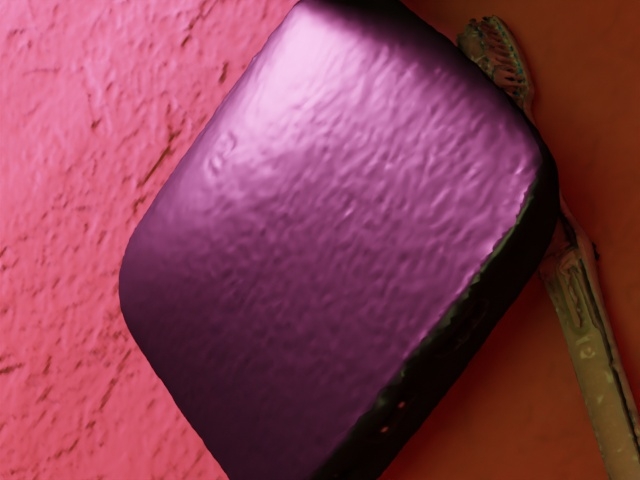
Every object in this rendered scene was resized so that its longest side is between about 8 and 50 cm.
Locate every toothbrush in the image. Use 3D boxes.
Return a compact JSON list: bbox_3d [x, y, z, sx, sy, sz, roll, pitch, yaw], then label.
[{"bbox_3d":[0.105,0.033,0.700,0.026,0.028,0.294,-31,64,32],"label":"toothbrush"}]

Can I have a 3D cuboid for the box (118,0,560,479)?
[{"bbox_3d":[0.000,0.000,0.762,0.212,0.042,0.201,-56,45,18],"label":"box"}]
